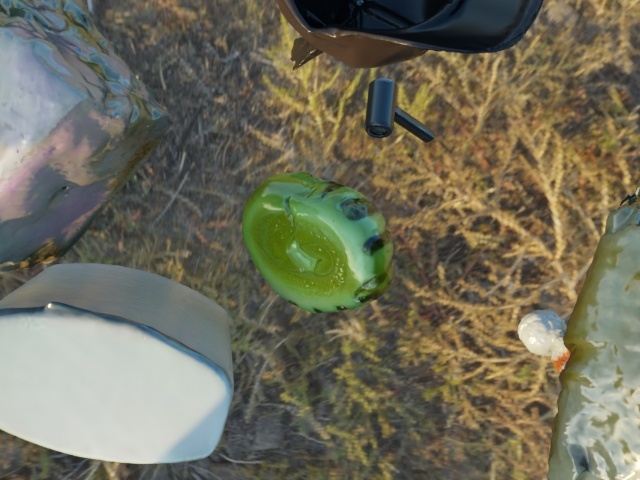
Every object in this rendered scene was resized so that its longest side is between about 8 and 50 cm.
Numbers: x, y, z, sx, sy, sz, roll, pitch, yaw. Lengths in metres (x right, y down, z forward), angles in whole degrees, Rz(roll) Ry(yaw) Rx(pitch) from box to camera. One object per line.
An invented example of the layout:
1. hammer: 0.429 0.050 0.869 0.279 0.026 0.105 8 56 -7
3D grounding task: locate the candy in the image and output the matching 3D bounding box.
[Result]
1. candy: -0.225 -0.091 0.686 0.195 0.137 0.184 -45 72 22

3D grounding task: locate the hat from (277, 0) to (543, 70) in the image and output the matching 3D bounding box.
1. hat: 0.093 -0.265 1.091 0.336 0.209 0.238 34 77 26

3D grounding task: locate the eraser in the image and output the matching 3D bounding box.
1. eraser: -0.167 0.086 0.803 0.189 0.290 0.104 11 94 -6

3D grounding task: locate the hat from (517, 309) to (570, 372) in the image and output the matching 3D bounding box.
1. hat: 0.280 0.127 1.025 0.094 0.112 0.162 -35 61 -11

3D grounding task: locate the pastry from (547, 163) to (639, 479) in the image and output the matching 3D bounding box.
1. pastry: 0.290 0.102 0.776 0.136 0.330 0.329 12 73 33

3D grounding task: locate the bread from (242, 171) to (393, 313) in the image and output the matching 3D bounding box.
1. bread: 0.000 0.000 0.850 0.071 0.139 0.129 -37 118 -49

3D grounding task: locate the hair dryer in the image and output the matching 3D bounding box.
1. hair dryer: 0.071 -0.103 0.861 0.083 0.026 0.047 27 62 -42
